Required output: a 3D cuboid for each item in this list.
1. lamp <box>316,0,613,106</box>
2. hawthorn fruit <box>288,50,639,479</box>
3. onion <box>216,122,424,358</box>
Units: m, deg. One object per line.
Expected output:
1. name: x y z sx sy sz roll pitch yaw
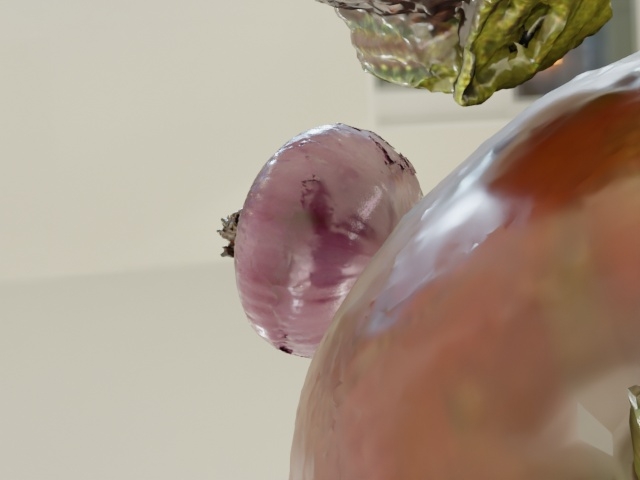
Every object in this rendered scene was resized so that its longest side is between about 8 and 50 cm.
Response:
1. lamp: 0.036 -0.117 0.565 0.156 0.135 0.157 -5 -153 1
2. hawthorn fruit: 0.162 0.096 0.571 0.403 0.403 0.403 -3 -177 0
3. onion: 0.000 0.000 0.854 0.104 0.115 0.115 5 -173 26
